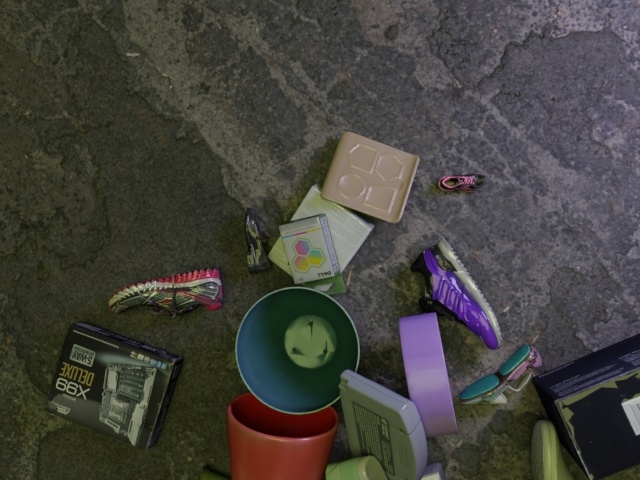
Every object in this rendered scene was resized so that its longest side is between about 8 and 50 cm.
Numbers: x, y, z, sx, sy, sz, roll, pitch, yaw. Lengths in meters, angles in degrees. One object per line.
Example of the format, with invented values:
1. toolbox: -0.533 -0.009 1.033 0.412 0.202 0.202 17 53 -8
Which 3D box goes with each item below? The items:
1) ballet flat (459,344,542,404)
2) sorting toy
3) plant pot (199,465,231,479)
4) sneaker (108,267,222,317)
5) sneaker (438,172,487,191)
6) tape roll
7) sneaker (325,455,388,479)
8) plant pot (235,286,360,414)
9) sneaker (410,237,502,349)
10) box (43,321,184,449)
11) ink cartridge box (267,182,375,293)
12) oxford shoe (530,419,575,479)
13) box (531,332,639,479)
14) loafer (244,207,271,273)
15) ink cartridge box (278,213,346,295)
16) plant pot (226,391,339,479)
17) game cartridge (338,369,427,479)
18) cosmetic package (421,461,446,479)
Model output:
1. ballet flat: 0.442 0.343 1.620 0.221 0.077 0.079 -40 102 5
2. sorting toy: 0.123 -0.156 1.678 0.208 0.038 0.193 19 73 3
3. plant pot: -0.271 0.625 1.716 0.079 0.083 0.083 13 90 -3
4. sneaker: -0.400 0.149 1.730 0.299 0.121 0.112 -12 88 8
5. sneaker: 0.351 -0.144 1.657 0.119 0.057 0.047 -6 85 7
6. tape roll: 0.246 0.307 1.543 0.090 0.275 0.275 -10 86 7
7. sneaker: 0.106 0.616 1.562 0.151 0.094 0.256 -19 98 39
8. plant pot: -0.040 0.256 1.630 0.290 0.195 0.290 0 87 9
9. sneaker: 0.320 0.152 1.634 0.146 0.102 0.293 -33 78 10
10. box: -0.542 0.376 1.763 0.307 0.076 0.243 19 91 9
11. ink cartridge box: 0.000 0.000 1.719 0.189 0.066 0.232 37 114 8
12. oxford shoe: 0.567 0.624 1.539 0.130 0.169 0.450 -10 93 11
13. box: 0.674 0.337 1.458 0.343 0.312 0.179 -24 85 8
14. loafer: -0.163 -0.001 1.734 0.061 0.062 0.170 -5 94 -4
15. ink cartridge box: -0.019 0.047 1.673 0.108 0.062 0.209 -12 97 20
16. plant pot: -0.101 0.522 1.607 0.274 0.275 0.243 9 99 9
17. game cartridge: 0.143 0.432 1.495 0.198 0.062 0.297 18 134 32
18. cosmetic package: 0.193 0.637 1.627 0.237 0.107 0.127 -16 84 11
